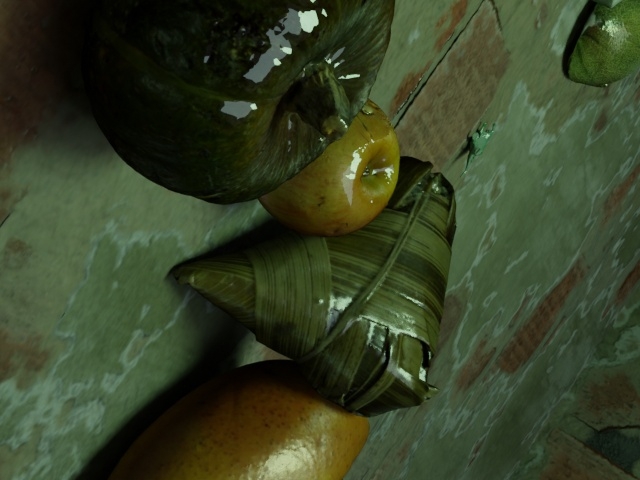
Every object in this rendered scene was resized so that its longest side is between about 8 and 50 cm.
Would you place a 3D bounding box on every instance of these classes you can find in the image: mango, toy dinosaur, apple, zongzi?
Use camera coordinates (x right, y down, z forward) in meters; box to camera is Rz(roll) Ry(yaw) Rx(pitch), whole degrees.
[{"bbox_3d":[-0.118,0.252,1.472,0.350,0.201,0.199,-34,113,-29],"label":"mango"},{"bbox_3d":[0.191,-0.112,1.808,0.083,0.021,0.062,-58,171,-1],"label":"toy dinosaur"},{"bbox_3d":[0.007,-0.070,1.328,0.146,0.146,0.146,-45,156,-27],"label":"apple"},{"bbox_3d":[0.000,0.000,1.453,0.134,0.288,0.286,-32,-142,46],"label":"zongzi"}]

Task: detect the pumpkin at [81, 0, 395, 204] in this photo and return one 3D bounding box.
[{"bbox_3d":[-0.045,-0.133,1.047,0.260,0.189,0.260,-43,154,-28],"label":"pumpkin"}]

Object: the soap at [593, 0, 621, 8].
[{"bbox_3d":[0.322,-0.376,1.554,0.182,0.138,0.199,-34,149,-46],"label":"soap"}]

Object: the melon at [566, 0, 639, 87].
[{"bbox_3d":[0.386,-0.266,1.924,0.160,0.079,0.128,-63,159,16],"label":"melon"}]
